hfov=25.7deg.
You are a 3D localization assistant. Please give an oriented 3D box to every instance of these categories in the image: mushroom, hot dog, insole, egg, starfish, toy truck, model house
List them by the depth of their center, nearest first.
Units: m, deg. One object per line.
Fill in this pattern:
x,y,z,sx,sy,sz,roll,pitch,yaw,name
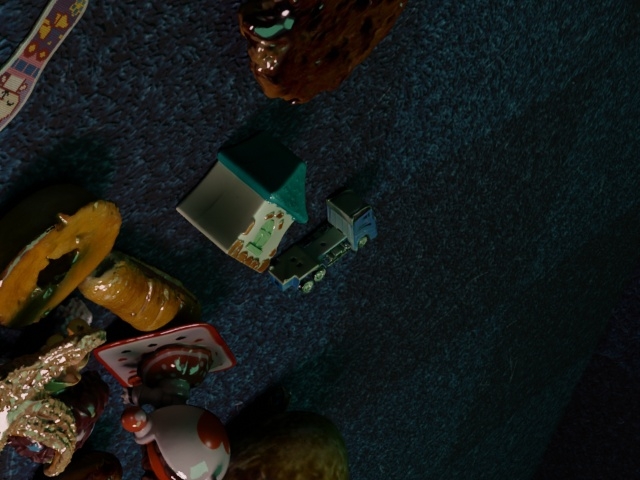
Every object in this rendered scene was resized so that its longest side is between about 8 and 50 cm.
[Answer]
-0.284,-0.163,1.339,0.197,0.004,0.065,-52,156,5,insole
-0.364,0.195,1.487,0.302,0.060,0.299,6,126,-50,starfish
-0.218,0.074,1.739,0.088,0.061,0.286,-41,156,7,hot dog
-0.082,-0.053,1.741,0.149,0.100,0.127,-53,157,1,model house
-0.331,0.343,1.909,0.135,0.080,0.170,-25,149,-21,mushroom
0.000,0.000,2.013,0.175,0.067,0.081,-37,148,-21,toy truck
-0.075,0.403,2.251,0.289,0.238,0.238,-54,157,-2,egg
-0.074,0.282,2.336,0.078,0.028,0.091,-49,161,-9,starfish

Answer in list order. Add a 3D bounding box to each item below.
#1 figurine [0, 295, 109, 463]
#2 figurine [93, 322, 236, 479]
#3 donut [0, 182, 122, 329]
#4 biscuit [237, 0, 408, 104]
-0.313,0.169,1.635,0.175,0.116,0.240,-33,151,-35,figurine
-0.178,0.249,1.790,0.160,0.226,0.183,-14,156,4,figurine
-0.297,0.011,1.500,0.178,0.065,0.162,-44,161,-16,donut
0.013,-0.294,1.580,0.289,0.081,0.334,-48,160,-6,biscuit
